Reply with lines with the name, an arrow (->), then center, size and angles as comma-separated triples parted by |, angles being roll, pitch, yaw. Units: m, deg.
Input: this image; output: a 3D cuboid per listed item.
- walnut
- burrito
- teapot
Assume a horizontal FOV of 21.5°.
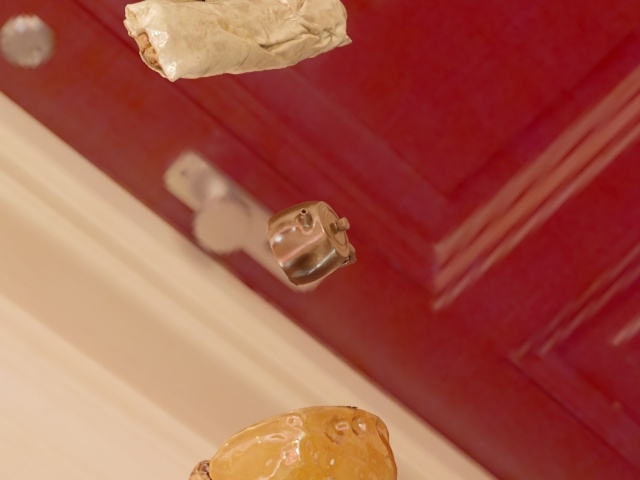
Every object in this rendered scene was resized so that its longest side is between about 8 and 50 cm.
walnut -> -0.009, 0.222, 1.449 | 0.087, 0.211, 0.167 | 55, 129, 36
burrito -> -0.087, -0.246, 1.927 | 0.076, 0.117, 0.392 | -37, -9, 34
teapot -> 0.000, 0.000, 1.617 | 0.068, 0.121, 0.076 | -26, 57, 19
